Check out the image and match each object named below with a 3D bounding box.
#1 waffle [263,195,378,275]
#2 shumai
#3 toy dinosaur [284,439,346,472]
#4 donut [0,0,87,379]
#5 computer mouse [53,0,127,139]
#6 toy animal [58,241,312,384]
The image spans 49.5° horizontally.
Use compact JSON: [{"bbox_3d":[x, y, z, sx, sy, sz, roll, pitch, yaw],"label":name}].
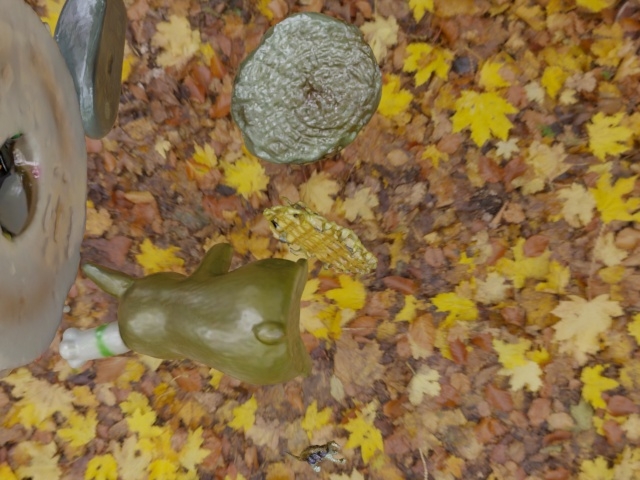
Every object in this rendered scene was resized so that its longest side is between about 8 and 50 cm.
[{"bbox_3d":[-0.002,0.003,1.632,0.281,0.262,0.060,13,63,34],"label":"waffle"},{"bbox_3d":[-0.041,-0.335,1.455,0.310,0.263,0.303,-8,115,-5],"label":"shumai"},{"bbox_3d":[-0.002,0.351,1.129,0.058,0.180,0.037,36,48,-12],"label":"toy dinosaur"},{"bbox_3d":[-0.331,-0.051,0.611,0.143,0.382,0.382,1,85,3],"label":"donut"},{"bbox_3d":[-0.482,-0.395,1.441,0.122,0.188,0.370,7,81,0],"label":"computer mouse"},{"bbox_3d":[-0.180,0.100,0.963,0.363,0.180,0.180,5,100,25],"label":"toy animal"}]
